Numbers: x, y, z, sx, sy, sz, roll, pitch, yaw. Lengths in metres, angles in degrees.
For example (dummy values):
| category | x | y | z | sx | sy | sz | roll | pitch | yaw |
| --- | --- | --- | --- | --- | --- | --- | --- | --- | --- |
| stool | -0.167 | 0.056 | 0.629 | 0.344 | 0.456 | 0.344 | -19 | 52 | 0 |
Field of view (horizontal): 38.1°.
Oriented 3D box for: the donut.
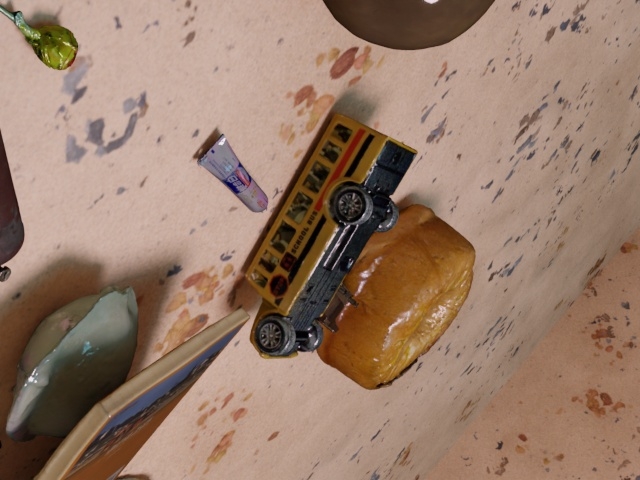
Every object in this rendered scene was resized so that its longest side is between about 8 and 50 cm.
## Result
| category | x | y | z | sx | sy | sz | roll | pitch | yaw |
| --- | --- | --- | --- | --- | --- | --- | --- | --- | --- |
| donut | 0.130 | 0.098 | 1.564 | 0.317 | 0.150 | 0.299 | -58 | 157 | 6 |

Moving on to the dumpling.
| category | x | y | z | sx | sy | sz | roll | pitch | yaw |
| --- | --- | --- | --- | --- | --- | --- | --- | --- | --- |
| dumpling | -0.274 | 0.133 | 0.961 | 0.149 | 0.105 | 0.217 | 15 | 114 | -52 |

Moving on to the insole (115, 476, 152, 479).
| category | x | y | z | sx | sy | sz | roll | pitch | yaw |
| --- | --- | --- | --- | --- | --- | --- | --- | --- | --- |
| insole | -0.315 | 0.386 | 1.213 | 0.348 | 0.009 | 0.119 | 4 | 75 | -57 |

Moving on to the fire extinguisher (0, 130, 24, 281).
| category | x | y | z | sx | sy | sz | roll | pitch | yaw |
| --- | --- | --- | --- | --- | --- | --- | --- | --- | --- |
| fire extinguisher | -0.292 | -0.044 | 0.743 | 0.089 | 0.072 | 0.268 | -47 | 155 | -38 |

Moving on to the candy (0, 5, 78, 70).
| category | x | y | z | sx | sy | sz | roll | pitch | yaw |
| --- | --- | --- | --- | --- | --- | --- | --- | --- | --- |
| candy | -0.239 | -0.176 | 0.738 | 0.035 | 0.035 | 0.123 | -45 | 145 | 6 |

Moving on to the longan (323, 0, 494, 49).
| category | x | y | z | sx | sy | sz | roll | pitch | yaw |
| --- | --- | --- | --- | --- | --- | --- | --- | --- | --- |
| longan | 0.097 | -0.319 | 0.939 | 0.248 | 0.248 | 0.248 | -40 | 151 | -28 |

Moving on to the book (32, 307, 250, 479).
| category | x | y | z | sx | sy | sz | roll | pitch | yaw |
| --- | --- | --- | --- | --- | --- | --- | --- | --- | --- |
| book | -0.245 | 0.241 | 1.055 | 0.374 | 0.028 | 0.262 | -50 | 170 | 30 |

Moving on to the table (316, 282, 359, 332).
| category | x | y | z | sx | sy | sz | roll | pitch | yaw |
| --- | --- | --- | --- | --- | --- | --- | --- | --- | --- |
| table | 0.005 | 0.084 | 1.402 | 0.070 | 0.082 | 0.083 | -51 | 155 | -7 |

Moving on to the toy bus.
| category | x | y | z | sx | sy | sz | roll | pitch | yaw |
| --- | --- | --- | --- | --- | --- | --- | --- | --- | --- |
| toy bus | 0.000 | 0.000 | 1.246 | 0.336 | 0.123 | 0.121 | -60 | 156 | 10 |

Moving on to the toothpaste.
| category | x | y | z | sx | sy | sz | roll | pitch | yaw |
| --- | --- | --- | --- | --- | --- | --- | --- | --- | --- |
| toothpaste | -0.098 | -0.071 | 1.102 | 0.045 | 0.028 | 0.170 | -46 | 152 | -4 |
